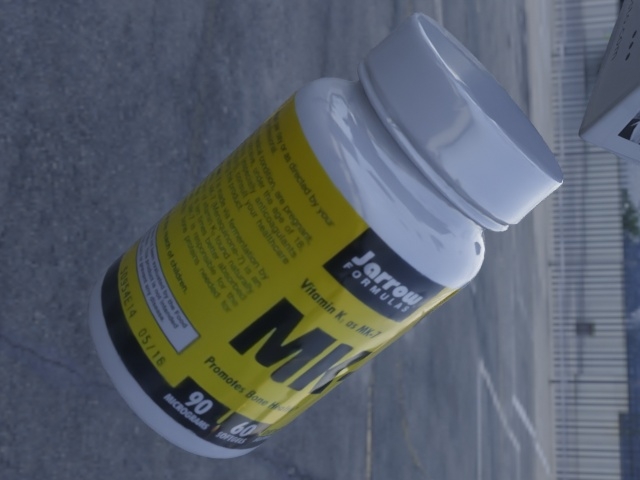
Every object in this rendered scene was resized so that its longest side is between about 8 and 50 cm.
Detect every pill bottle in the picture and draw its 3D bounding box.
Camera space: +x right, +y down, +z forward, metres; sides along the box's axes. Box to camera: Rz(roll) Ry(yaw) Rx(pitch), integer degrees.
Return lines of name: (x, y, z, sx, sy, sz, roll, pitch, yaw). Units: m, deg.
pill bottle: (0.000, 0.000, 0.467, 0.119, 0.208, 0.119, 41, 23, -21)

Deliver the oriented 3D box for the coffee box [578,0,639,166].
coffee box: (0.493, -0.222, 0.879, 0.334, 0.338, 0.337, 126, -12, -67)
